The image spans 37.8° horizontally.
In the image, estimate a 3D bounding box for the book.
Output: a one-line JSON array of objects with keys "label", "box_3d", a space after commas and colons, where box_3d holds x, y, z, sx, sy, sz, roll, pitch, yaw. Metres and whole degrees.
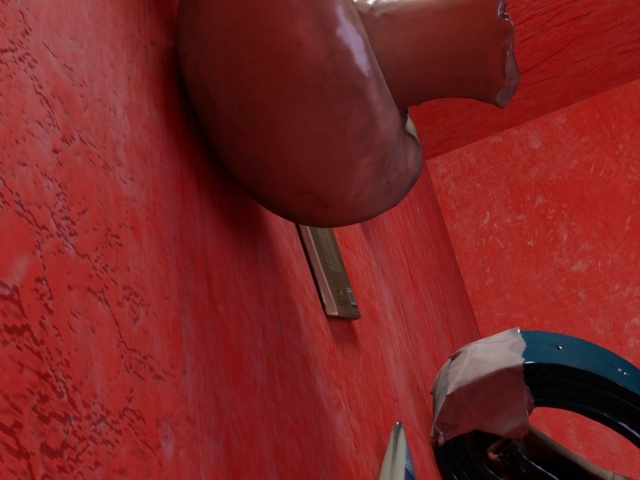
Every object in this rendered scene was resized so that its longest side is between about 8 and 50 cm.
[{"label": "book", "box_3d": [0.000, 0.000, 1.117, 0.138, 0.016, 0.198, 25, 46, -74]}]

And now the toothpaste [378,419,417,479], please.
[{"label": "toothpaste", "box_3d": [0.080, 0.266, 0.961, 0.069, 0.047, 0.268, 55, 9, -4]}]

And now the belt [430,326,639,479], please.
[{"label": "belt", "box_3d": [0.376, 0.314, 1.431, 0.436, 0.300, 0.173, 28, 16, -5]}]

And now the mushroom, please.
[{"label": "mushroom", "box_3d": [0.026, -0.171, 0.837, 0.297, 0.290, 0.297, -20, 90, -80]}]
